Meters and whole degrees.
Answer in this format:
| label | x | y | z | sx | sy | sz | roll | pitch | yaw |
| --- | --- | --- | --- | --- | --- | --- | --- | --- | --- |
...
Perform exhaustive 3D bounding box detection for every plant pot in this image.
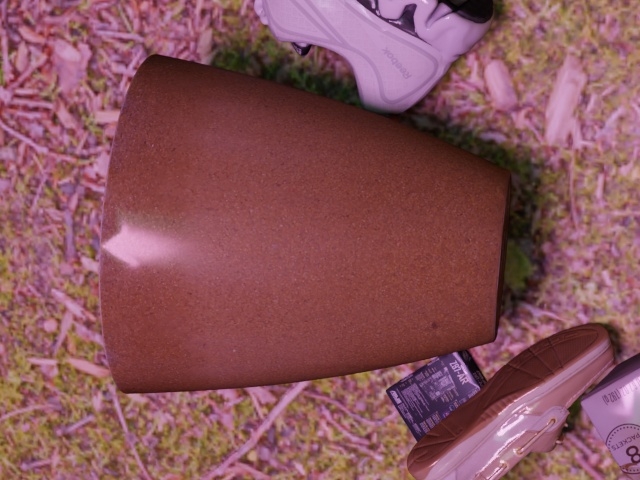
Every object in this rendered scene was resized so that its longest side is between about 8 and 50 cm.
| label | x | y | z | sx | sy | sz | roll | pitch | yaw |
| --- | --- | --- | --- | --- | --- | --- | --- | --- | --- |
| plant pot | 0.000 | 0.000 | 1.269 | 0.254 | 0.237 | 0.237 | 5 | 102 | 7 |

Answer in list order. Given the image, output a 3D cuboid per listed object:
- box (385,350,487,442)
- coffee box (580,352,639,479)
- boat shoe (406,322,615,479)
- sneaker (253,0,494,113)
| label | x | y | z | sx | sy | sz | roll | pitch | yaw |
| --- | --- | --- | --- | --- | --- | --- | --- | --- | --- |
| box | 0.097 | 0.127 | 1.343 | 0.067 | 0.018 | 0.083 | -35 | 85 | 24 |
| coffee box | 0.326 | 0.182 | 1.200 | 0.168 | 0.119 | 0.297 | -33 | 86 | 24 |
| boat shoe | 0.142 | 0.126 | 1.293 | 0.170 | 0.063 | 0.059 | -37 | 109 | 3 |
| sneaker | -0.021 | -0.204 | 1.292 | 0.292 | 0.110 | 0.118 | 42 | 121 | 11 |
